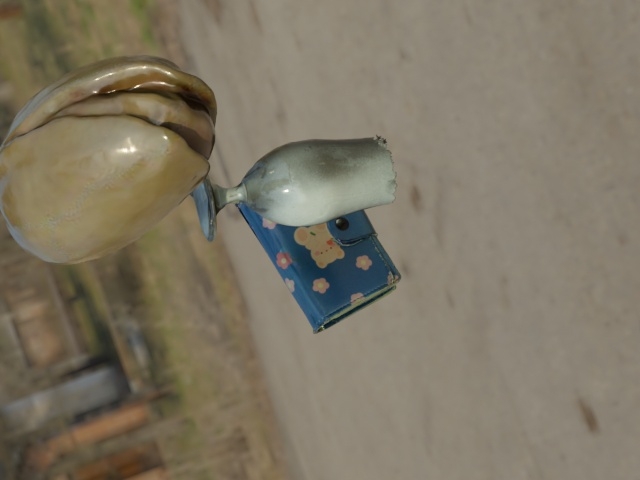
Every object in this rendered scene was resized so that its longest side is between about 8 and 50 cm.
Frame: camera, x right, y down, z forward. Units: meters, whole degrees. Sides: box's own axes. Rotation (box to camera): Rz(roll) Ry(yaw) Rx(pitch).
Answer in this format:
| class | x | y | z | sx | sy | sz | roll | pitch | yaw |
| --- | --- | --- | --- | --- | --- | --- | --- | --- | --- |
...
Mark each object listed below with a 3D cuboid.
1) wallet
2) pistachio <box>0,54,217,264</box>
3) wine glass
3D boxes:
| class | x | y | z | sx | sy | sz | roll | pitch | yaw |
| --- | --- | --- | --- | --- | --- | --- | --- | --- | --- |
| wallet | 0.000 | -0.001 | 2.140 | 0.202 | 0.141 | 0.059 | 58 | 160 | 14 |
| pistachio | -0.207 | -0.070 | 1.606 | 0.293 | 0.181 | 0.162 | -38 | 43 | 43 |
| wine glass | -0.032 | -0.062 | 1.914 | 0.103 | 0.222 | 0.103 | 171 | 90 | -75 |
